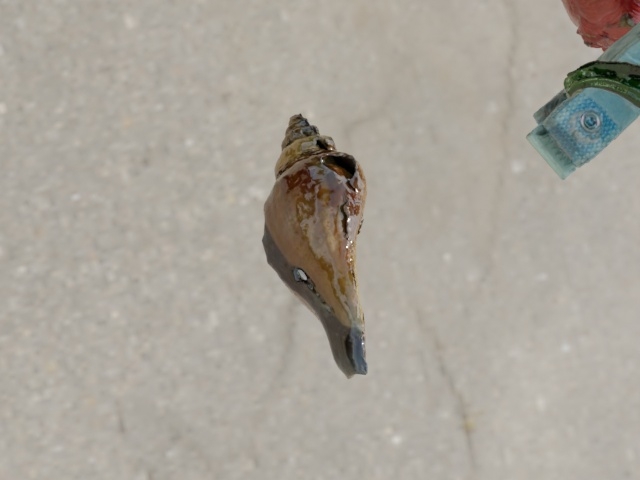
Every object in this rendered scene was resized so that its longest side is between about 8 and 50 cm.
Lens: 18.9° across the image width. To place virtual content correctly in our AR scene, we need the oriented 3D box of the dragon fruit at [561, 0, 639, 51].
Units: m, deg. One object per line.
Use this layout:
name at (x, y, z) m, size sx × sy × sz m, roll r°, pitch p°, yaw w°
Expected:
dragon fruit at (0.349, -0.294, 2.134) m, size 0.172 × 0.172 × 0.209 m, roll 25°, pitch 79°, yaw -50°

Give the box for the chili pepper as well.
chili pepper at (0.228, -0.099, 1.328) m, size 0.055 × 0.118 × 0.035 m, roll 98°, pitch 3°, yaw -65°

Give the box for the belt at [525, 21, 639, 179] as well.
belt at (0.327, -0.178, 1.911) m, size 0.302 × 0.087 × 0.072 m, roll -41°, pitch 99°, yaw -13°

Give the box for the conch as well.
conch at (-0.006, -0.002, 1.534) m, size 0.080 × 0.086 × 0.233 m, roll 16°, pitch 66°, yaw -25°
